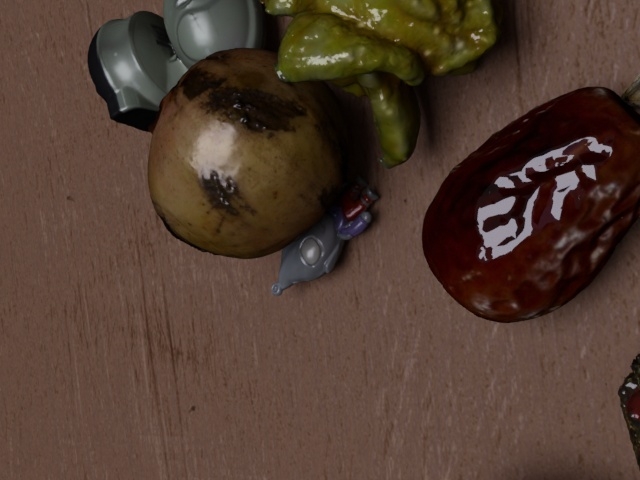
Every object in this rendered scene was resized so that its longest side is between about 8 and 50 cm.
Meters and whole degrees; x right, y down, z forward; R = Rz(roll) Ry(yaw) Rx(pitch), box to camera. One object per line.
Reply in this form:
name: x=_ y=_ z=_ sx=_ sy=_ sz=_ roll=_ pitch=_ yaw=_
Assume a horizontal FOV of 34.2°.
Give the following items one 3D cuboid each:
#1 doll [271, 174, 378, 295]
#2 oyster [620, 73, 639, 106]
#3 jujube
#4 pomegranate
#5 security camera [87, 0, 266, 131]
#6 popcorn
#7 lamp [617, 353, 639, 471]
doll: x=0.000 y=0.000 z=1.564 sx=0.227 sy=0.075 sz=0.102 roll=-46 pitch=51 yaw=17
oyster: x=0.412 y=-0.189 z=1.277 sx=0.093 sy=0.034 sz=0.051 roll=3 pitch=111 yaw=24
jujube: x=0.273 y=-0.042 z=1.292 sx=0.318 sy=0.223 sz=0.223 roll=-45 pitch=68 yaw=21
pomegranate: x=-0.106 y=-0.121 z=1.475 sx=0.322 sy=0.322 sz=0.322 roll=3 pitch=95 yaw=35
security camera: x=-0.207 y=-0.307 z=1.623 sx=0.277 sy=0.197 sz=0.191 roll=-26 pitch=69 yaw=28
popcorn: x=0.085 y=-0.286 z=1.329 sx=0.290 sy=0.325 sz=0.321 roll=-38 pitch=79 yaw=49
lamp: x=0.452 y=0.249 z=1.201 sx=0.177 sy=0.177 sz=0.274 roll=-23 pitch=80 yaw=35
